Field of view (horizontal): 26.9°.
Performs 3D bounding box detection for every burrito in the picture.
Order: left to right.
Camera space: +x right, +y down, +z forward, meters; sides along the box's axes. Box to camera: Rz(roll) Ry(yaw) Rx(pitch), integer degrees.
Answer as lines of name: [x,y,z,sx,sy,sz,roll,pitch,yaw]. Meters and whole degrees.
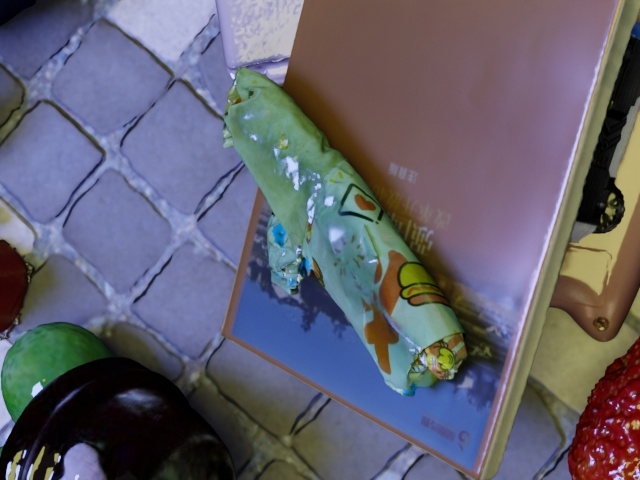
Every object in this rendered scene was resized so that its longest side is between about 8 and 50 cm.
burrito: [0.000,0.000,0.927,0.104,0.054,0.288,-51,59,33]

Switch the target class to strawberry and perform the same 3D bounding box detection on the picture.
strawberry: [0.242,0.138,0.919,0.131,0.131,0.148,17,102,12]

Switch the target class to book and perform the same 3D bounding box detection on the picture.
book: [0.064,-0.058,0.919,0.262,0.028,0.374,25,107,38]

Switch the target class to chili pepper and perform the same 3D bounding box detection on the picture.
chili pepper: [-0.289,0.044,1.010,0.065,0.169,0.088,18,97,13]

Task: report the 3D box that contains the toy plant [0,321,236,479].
toy plant: [-0.183,0.178,1.000,0.235,0.175,0.218,15,86,39]

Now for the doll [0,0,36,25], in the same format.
doll: [-0.324,-0.283,0.988,0.284,0.240,0.310,-12,71,-14]

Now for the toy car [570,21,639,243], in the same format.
toy car: [0.172,-0.070,0.904,0.070,0.080,0.170,25,101,39]

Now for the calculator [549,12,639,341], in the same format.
calculator: [0.152,-0.098,0.973,0.220,0.048,0.329,8,93,13]

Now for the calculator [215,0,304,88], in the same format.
calculator: [-0.034,-0.198,1.020,0.100,0.032,0.175,-9,89,11]
